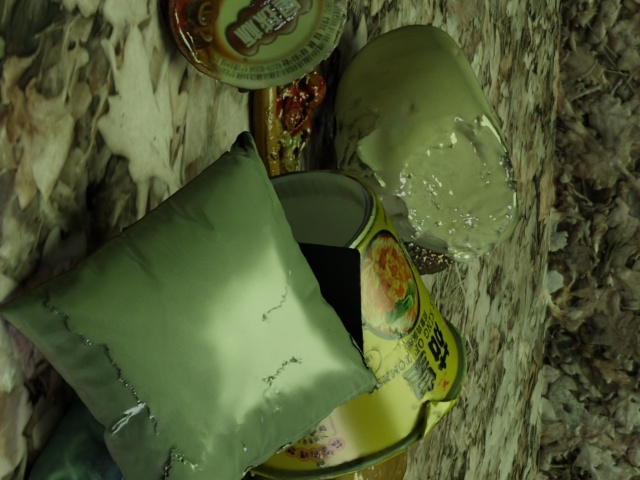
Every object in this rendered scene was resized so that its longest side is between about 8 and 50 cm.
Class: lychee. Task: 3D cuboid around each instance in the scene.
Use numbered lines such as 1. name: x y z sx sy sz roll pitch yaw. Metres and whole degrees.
1. lychee: 0.157 -0.022 2.375 0.197 0.165 0.165 -16 113 -54

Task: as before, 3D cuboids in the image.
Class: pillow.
1. pillow: -0.116 0.102 1.467 0.310 0.119 0.312 -35 109 -20

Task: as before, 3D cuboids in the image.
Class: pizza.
1. pizza: -0.033 -0.182 1.938 0.193 0.053 0.201 -62 152 -44

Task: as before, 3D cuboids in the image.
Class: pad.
1. pad: -0.082 0.065 1.581 0.009 0.265 0.159 -62 153 -59

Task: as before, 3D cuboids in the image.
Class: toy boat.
1. toy boat: -0.200 0.262 1.544 0.330 0.123 0.215 -61 150 -43

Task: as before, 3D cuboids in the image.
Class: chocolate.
1. chocolate: -0.080 -0.288 1.642 0.147 0.221 0.221 -103 -174 -55

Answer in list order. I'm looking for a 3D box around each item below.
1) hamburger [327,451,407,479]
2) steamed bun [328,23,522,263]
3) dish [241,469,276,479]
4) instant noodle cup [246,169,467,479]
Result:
1. hamburger: 0.053 0.350 2.267 0.283 0.145 0.259 -71 156 -44
2. steamed bun: 0.137 -0.138 2.146 0.312 0.233 0.333 -107 175 -66
3. dish: -0.080 0.316 1.891 0.228 0.086 0.236 -60 -170 12
4. instant noodle cup: -0.012 0.085 1.740 0.325 0.326 0.254 -60 138 -47
